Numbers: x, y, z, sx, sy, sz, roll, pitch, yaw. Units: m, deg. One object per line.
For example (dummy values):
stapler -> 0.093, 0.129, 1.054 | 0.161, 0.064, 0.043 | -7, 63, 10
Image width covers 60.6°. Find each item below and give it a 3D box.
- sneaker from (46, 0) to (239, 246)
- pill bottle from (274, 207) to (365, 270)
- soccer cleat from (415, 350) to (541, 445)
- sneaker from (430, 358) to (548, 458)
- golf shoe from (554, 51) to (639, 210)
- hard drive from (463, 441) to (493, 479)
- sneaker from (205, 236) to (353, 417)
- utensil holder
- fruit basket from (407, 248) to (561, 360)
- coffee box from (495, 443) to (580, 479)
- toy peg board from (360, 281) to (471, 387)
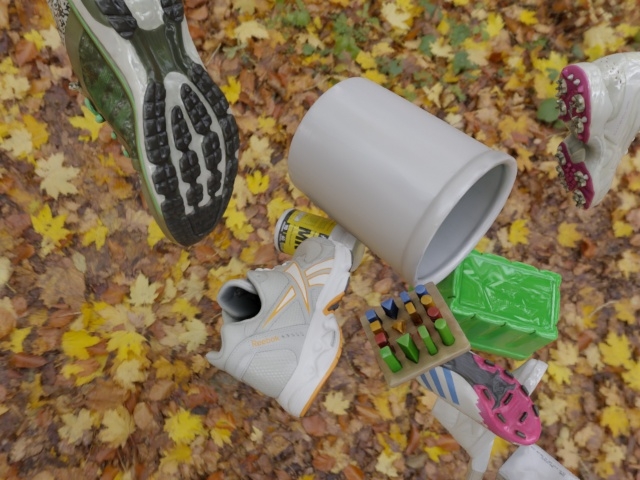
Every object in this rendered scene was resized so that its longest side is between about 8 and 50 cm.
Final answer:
sneaker -> -0.238, -0.188, 0.705 | 0.158, 0.182, 0.410 | -33, 115, -45
pill bottle -> 0.000, 0.000, 1.363 | 0.209, 0.119, 0.119 | 17, 73, 23
soccer cleat -> 0.289, 0.286, 1.108 | 0.331, 0.143, 0.116 | 42, 57, 6
sneaker -> 0.361, 0.339, 1.232 | 0.169, 0.292, 0.108 | 41, 27, 23
golf shoe -> 0.449, -0.159, 0.854 | 0.140, 0.306, 0.115 | -22, 53, 6
hard drive -> 0.435, 0.584, 1.492 | 0.040, 0.307, 0.203 | 16, 53, 19
sneaker -> -0.040, 0.054, 0.573 | 0.121, 0.262, 0.099 | 27, 115, -9
utensil holder -> 0.166, -0.133, 1.197 | 0.328, 0.327, 0.385 | -40, 61, -20
fruit basket -> 0.392, 0.148, 1.448 | 0.392, 0.392, 0.282 | 17, 71, -16
coffee box -> 0.497, 0.620, 1.278 | 0.119, 0.297, 0.168 | -35, 50, -24
toy peg board -> 0.159, 0.153, 0.994 | 0.161, 0.160, 0.079 | -28, 136, 5
